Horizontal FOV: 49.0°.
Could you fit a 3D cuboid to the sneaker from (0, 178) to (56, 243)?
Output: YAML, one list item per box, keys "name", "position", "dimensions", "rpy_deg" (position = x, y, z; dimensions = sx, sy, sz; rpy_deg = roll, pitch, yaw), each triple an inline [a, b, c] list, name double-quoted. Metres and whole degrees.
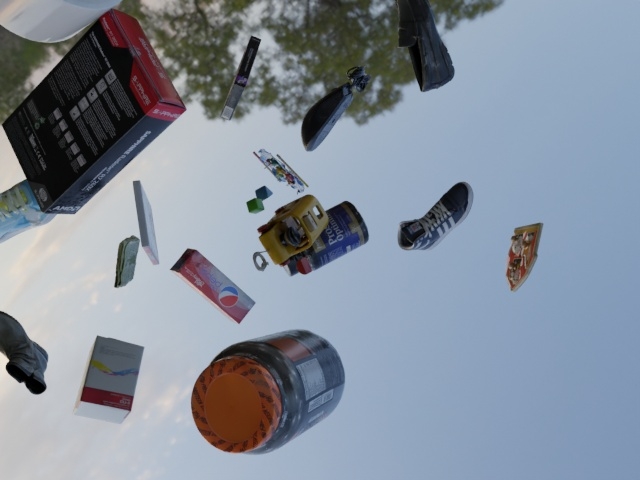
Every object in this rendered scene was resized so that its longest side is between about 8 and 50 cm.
- name: "sneaker"
  position: [-0.807, -0.076, 1.763]
  dimensions: [0.319, 0.127, 0.208]
  rpy_deg: [-30, 173, 15]

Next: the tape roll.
- name: "tape roll"
  position: [-0.474, -0.495, 1.236]
  dimensions: [0.169, 0.246, 0.246]
  rpy_deg: [-13, -140, 41]

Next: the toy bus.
- name: "toy bus"
  position: [-0.056, -0.023, 1.526]
  dimensions: [0.104, 0.191, 0.202]
  rpy_deg: [-25, -120, 29]

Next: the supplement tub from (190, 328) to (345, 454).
- name: "supplement tub"
  position: [-0.095, 0.286, 1.351]
  dimensions: [0.207, 0.207, 0.338]
  rpy_deg: [-34, 168, 17]

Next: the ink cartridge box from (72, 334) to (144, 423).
- name: "ink cartridge box"
  position: [-0.532, 0.351, 1.769]
  dimensions: [0.128, 0.127, 0.176]
  rpy_deg: [132, -32, -51]

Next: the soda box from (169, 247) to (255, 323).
- name: "soda box"
  position: [-0.326, 0.139, 2.144]
  dimensions: [0.092, 0.263, 0.083]
  rpy_deg: [-53, -155, -16]

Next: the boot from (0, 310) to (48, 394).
- name: "boot"
  position: [-0.816, 0.293, 1.863]
  dimensions: [0.083, 0.246, 0.161]
  rpy_deg: [-42, -154, -1]

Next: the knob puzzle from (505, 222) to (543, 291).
- name: "knob puzzle"
  position: [0.557, 0.048, 1.981]
  dimensions: [0.213, 0.030, 0.213]
  rpy_deg: [-165, -90, -83]

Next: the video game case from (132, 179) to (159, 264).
- name: "video game case"
  position: [-0.536, -0.048, 2.164]
  dimensions: [0.025, 0.204, 0.285]
  rpy_deg: [-9, 169, -9]

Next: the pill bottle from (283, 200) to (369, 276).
- name: "pill bottle"
  position: [0.000, 0.000, 1.745]
  dimensions: [0.219, 0.123, 0.123]
  rpy_deg: [-28, -154, -12]

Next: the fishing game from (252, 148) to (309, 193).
- name: "fishing game"
  position: [-0.125, -0.204, 2.144]
  dimensions: [0.041, 0.189, 0.264]
  rpy_deg: [-48, -154, -9]

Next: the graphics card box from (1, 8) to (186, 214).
- name: "graphics card box"
  position: [-0.457, -0.245, 1.394]
  dimensions: [0.371, 0.233, 0.094]
  rpy_deg: [-37, 165, 22]

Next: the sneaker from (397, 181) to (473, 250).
- name: "sneaker"
  position: [0.349, -0.068, 2.179]
  dimensions: [0.099, 0.153, 0.282]
  rpy_deg: [57, -50, 29]

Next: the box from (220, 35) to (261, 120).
- name: "box"
  position: [-0.178, -0.363, 1.566]
  dimensions: [0.116, 0.029, 0.162]
  rpy_deg: [128, -19, -52]

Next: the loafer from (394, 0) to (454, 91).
- name: "loafer"
  position: [0.180, -0.389, 1.323]
  dimensions: [0.078, 0.223, 0.076]
  rpy_deg: [-29, -162, -6]

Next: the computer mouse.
- name: "computer mouse"
  position: [0.025, -0.367, 1.917]
  dimensions: [0.272, 0.072, 0.188]
  rpy_deg: [-52, 175, 8]

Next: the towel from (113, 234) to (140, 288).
- name: "towel"
  position: [-0.432, 0.047, 1.570]
  dimensions: [0.148, 0.027, 0.110]
  rpy_deg: [-135, -126, -83]
